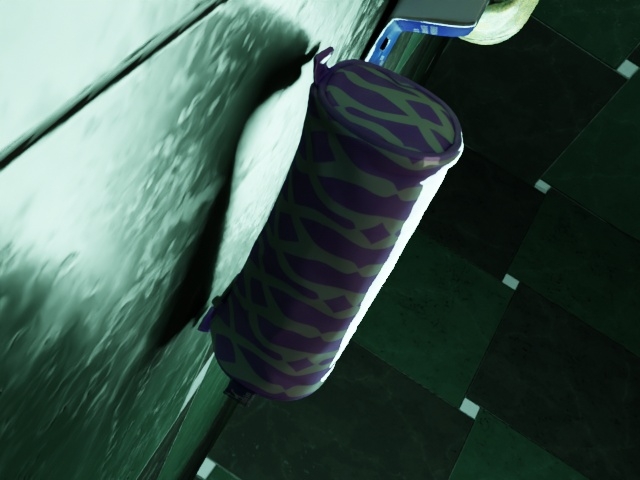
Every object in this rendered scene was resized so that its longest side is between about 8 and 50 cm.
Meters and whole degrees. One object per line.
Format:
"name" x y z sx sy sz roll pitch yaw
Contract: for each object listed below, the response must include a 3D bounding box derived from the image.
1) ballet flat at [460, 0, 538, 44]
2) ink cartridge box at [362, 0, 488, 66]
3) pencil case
"ballet flat" 0.213 -0.345 0.781 0.348 0.123 0.123 -62 178 13
"ink cartridge box" 0.138 -0.262 0.659 0.333 0.065 0.165 -61 178 14
"pencil case" 0.000 0.000 0.485 0.086 0.088 0.206 -45 167 -55
